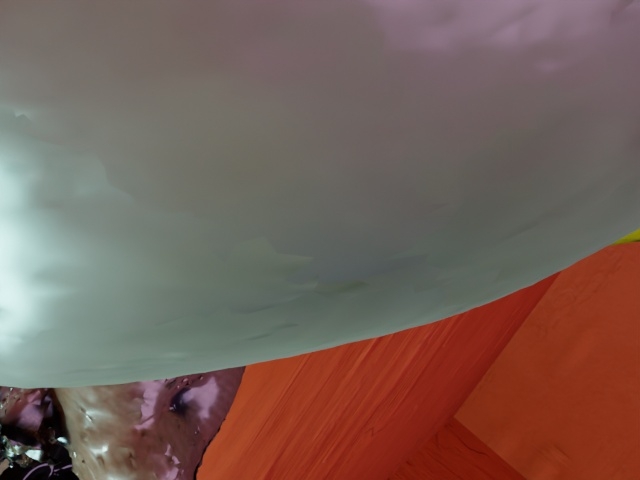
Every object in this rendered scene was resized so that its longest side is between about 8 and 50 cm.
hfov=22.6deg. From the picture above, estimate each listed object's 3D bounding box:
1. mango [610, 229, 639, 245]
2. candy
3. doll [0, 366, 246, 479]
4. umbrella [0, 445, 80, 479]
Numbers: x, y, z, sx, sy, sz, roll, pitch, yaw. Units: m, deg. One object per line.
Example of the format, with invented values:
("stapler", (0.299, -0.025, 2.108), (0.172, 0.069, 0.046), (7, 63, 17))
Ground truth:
("mango", (0.126, -0.105, 0.853), (0.365, 0.253, 0.182), (-19, -149, 41))
("candy", (0.021, -0.089, 0.453), (0.427, 0.186, 0.386), (-18, 155, -11))
("doll", (-0.150, 0.102, 0.756), (0.303, 0.156, 0.201), (-36, 172, -17))
("umbrella", (-0.188, 0.172, 0.971), (0.110, 0.122, 0.272), (-8, -170, 23))
